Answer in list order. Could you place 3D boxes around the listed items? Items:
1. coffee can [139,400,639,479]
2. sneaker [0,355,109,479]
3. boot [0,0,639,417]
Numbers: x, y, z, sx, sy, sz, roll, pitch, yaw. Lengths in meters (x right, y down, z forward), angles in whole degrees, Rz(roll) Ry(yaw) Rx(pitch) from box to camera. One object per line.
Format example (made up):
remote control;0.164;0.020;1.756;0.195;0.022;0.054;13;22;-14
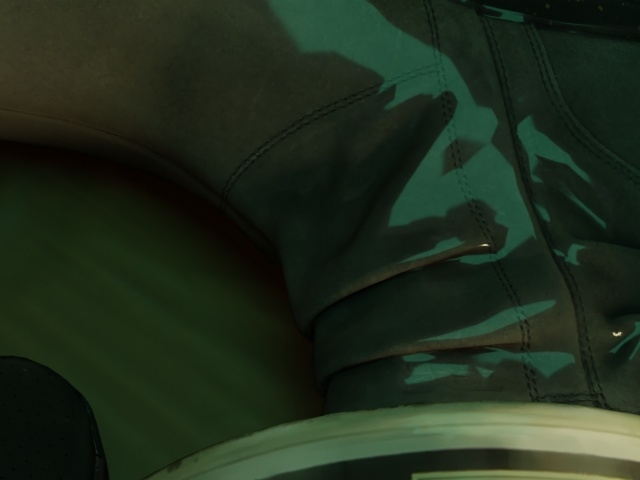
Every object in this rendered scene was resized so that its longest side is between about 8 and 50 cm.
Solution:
coffee can;0.038;0.206;0.431;0.202;0.201;0.275;2;58;-7
sneaker;-0.148;0.077;0.470;0.106;0.162;0.281;21;38;19
boot;0.000;0.000;0.610;0.338;0.118;0.222;2;63;-2
